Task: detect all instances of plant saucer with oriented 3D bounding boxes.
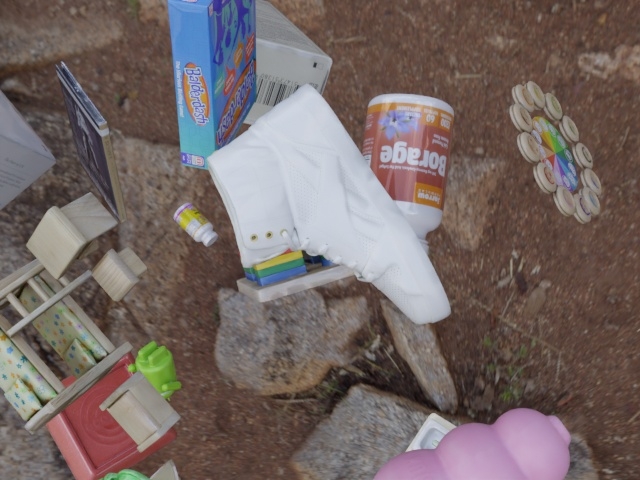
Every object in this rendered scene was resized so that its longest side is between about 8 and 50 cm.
[{"bbox_3d":[-0.499,0.414,1.933,0.258,0.048,0.259,-27,83,-33],"label":"plant saucer"}]

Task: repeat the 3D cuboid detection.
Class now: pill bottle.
[{"bbox_3d":[-0.226,-0.027,1.500,0.083,0.043,0.043,44,85,11],"label":"pill bottle"},{"bbox_3d":[0.113,-0.082,1.121,0.121,0.121,0.216,6,85,12],"label":"pill bottle"}]

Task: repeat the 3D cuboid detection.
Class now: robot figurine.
[{"bbox_3d":[-0.294,0.238,1.471,0.101,0.115,0.067,19,39,28],"label":"robot figurine"}]

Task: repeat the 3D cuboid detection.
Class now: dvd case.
[{"bbox_3d":[-0.364,-0.153,1.313,0.018,0.221,0.164,-26,56,-22],"label":"dvd case"}]

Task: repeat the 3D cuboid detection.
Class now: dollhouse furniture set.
[{"bbox_3d":[-0.184,0.087,0.644,0.182,0.161,0.101,48,42,1],"label":"dollhouse furniture set"}]

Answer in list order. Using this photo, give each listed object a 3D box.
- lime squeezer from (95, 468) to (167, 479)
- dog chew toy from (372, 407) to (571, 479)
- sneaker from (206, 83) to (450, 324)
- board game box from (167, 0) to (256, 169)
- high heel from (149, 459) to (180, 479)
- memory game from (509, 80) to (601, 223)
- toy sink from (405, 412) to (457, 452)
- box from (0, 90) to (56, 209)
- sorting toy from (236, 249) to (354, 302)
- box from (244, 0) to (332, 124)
[{"bbox_3d":[-0.250,0.315,0.976,0.310,0.110,0.059,-19,99,0],"label":"lime squeezer"},{"bbox_3d":[0.235,0.378,1.259,0.332,0.206,0.206,-35,71,2],"label":"dog chew toy"},{"bbox_3d":[0.000,0.000,0.879,0.169,0.108,0.292,-36,93,-9],"label":"sneaker"},{"bbox_3d":[-0.118,-0.211,0.939,0.047,0.210,0.160,12,45,8],"label":"board game box"},{"bbox_3d":[-0.366,0.663,1.914,0.093,0.186,0.261,-1,39,6],"label":"high heel"},{"bbox_3d":[0.280,-0.106,0.968,0.012,0.186,0.186,-28,67,37],"label":"memory game"},{"bbox_3d":[0.279,0.494,1.849,0.131,0.234,0.153,27,79,41],"label":"toy sink"},{"bbox_3d":[-0.611,-0.088,1.223,0.345,0.215,0.168,-40,82,0],"label":"box"},{"bbox_3d":[-0.030,0.031,1.597,0.255,0.257,0.089,-16,95,-13],"label":"sorting toy"},{"bbox_3d":[-0.113,-0.287,1.257,0.311,0.148,0.121,57,133,54],"label":"box"}]
